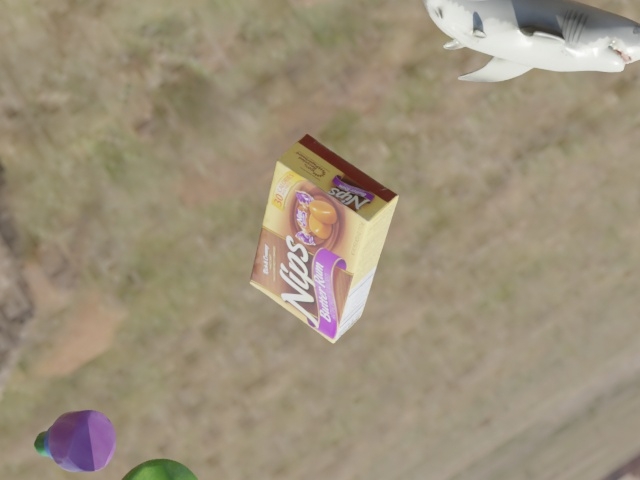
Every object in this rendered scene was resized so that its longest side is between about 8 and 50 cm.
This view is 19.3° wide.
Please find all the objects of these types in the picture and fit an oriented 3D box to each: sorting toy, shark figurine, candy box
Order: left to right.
[{"bbox_3d":[-0.194,0.324,2.097,0.126,0.365,0.127,-10,-142,49],"label":"sorting toy"},{"bbox_3d":[0.000,0.000,1.777,0.053,0.109,0.186,-42,160,-37],"label":"candy box"},{"bbox_3d":[0.136,-0.205,1.493,0.166,0.116,0.278,-8,164,40],"label":"shark figurine"}]
